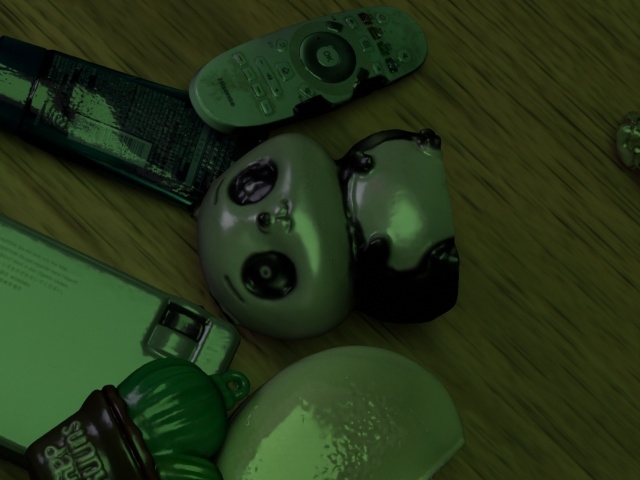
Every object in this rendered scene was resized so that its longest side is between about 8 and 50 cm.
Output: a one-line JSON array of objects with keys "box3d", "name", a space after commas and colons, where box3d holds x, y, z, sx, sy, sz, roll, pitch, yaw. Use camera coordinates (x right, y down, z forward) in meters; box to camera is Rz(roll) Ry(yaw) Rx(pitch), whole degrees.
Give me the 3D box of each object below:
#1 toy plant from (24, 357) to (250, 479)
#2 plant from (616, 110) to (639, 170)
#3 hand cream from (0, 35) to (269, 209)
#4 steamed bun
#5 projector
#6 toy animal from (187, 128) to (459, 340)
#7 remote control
[{"box3d": [-0.139, 0.171, 1.576, 0.200, 0.105, 0.143, -22, 63, -17], "name": "toy plant"}, {"box3d": [0.348, -0.113, 1.849, 0.104, 0.122, 0.116, 40, 78, 16], "name": "plant"}, {"box3d": [-0.185, -0.108, 1.790, 0.270, 0.061, 0.120, 19, 69, -8], "name": "hand cream"}, {"box3d": [-0.005, 0.194, 1.674, 0.241, 0.146, 0.164, -41, 87, -18], "name": "steamed bun"}, {"box3d": [-0.222, 0.113, 1.690, 0.256, 0.099, 0.192, 25, 72, 0], "name": "projector"}, {"box3d": [0.004, -0.003, 1.727, 0.235, 0.165, 0.187, -5, 71, -11], "name": "toy animal"}, {"box3d": [-0.010, -0.162, 1.831, 0.256, 0.045, 0.097, -19, 73, -22], "name": "remote control"}]
